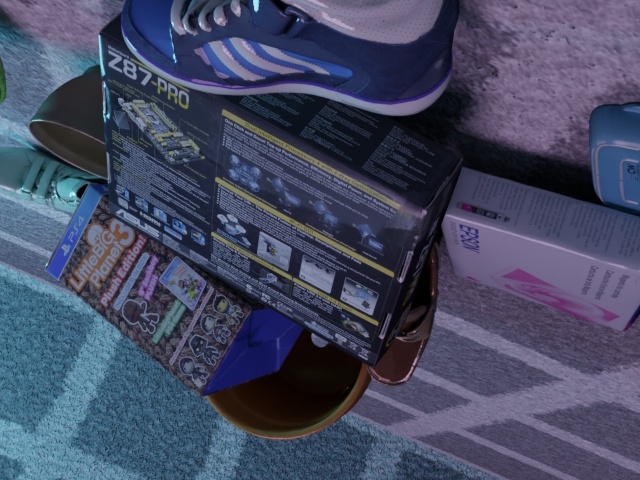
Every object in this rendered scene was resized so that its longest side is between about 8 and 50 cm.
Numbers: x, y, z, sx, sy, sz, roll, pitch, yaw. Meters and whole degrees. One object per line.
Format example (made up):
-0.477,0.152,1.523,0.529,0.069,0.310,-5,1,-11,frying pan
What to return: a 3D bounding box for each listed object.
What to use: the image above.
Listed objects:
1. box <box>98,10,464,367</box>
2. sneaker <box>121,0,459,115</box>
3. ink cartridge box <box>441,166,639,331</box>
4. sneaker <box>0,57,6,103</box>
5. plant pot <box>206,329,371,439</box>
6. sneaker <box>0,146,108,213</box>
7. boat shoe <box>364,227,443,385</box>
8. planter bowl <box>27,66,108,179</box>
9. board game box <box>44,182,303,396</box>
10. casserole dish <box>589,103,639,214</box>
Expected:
-0.064,-0.055,1.108,0.394,0.097,0.318,29,147,13,box
-0.046,-0.215,0.795,0.322,0.130,0.236,15,161,17,sneaker
0.310,0.032,1.161,0.330,0.071,0.324,19,169,16,ink cartridge box
-0.588,-0.284,1.157,0.185,0.202,0.483,7,157,44,sneaker
-0.032,0.151,1.540,0.290,0.291,0.203,16,-178,19,plant pot
-0.464,-0.108,1.718,0.255,0.094,0.151,18,171,-20,sneaker
0.095,0.074,1.278,0.123,0.116,0.324,4,126,5,boat shoe
-0.291,-0.162,1.315,0.162,0.109,0.162,20,162,7,planter bowl
-0.183,0.059,1.365,0.291,0.141,0.232,36,-166,19,board game box
0.315,-0.069,0.958,0.114,0.037,0.188,15,161,23,casserole dish
